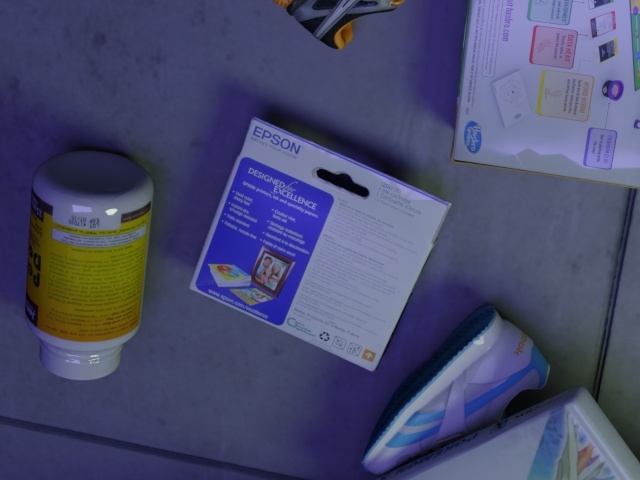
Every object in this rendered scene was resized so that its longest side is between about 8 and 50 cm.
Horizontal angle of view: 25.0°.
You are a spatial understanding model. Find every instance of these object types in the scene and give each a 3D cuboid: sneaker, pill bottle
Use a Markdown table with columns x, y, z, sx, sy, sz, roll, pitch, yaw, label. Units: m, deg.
| x | y | z | sx | sy | sz | roll | pitch | yaw | label |
| --- | --- | --- | --- | --- | --- | --- | --- | --- | --- |
| 0.057 | -0.243 | 1.239 | 0.215 | 0.084 | 0.083 | -30 | 105 | 37 | sneaker |
| -0.231 | 0.028 | 1.428 | 0.117 | 0.117 | 0.215 | 14 | 118 | 9 | pill bottle |
| 0.125 | 0.168 | 1.417 | 0.092 | 0.087 | 0.228 | 39 | 121 | -8 | sneaker |

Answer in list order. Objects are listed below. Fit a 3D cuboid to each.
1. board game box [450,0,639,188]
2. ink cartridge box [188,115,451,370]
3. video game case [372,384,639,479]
| x | y | z | sx | sy | sz | roll | pitch | yaw | label |
| --- | --- | --- | --- | --- | --- | --- | --- | --- | --- |
| 0.281 | -0.161 | 1.221 | 0.317 | 0.064 | 0.242 | 10 | 118 | 11 | board game box |
| 0.000 | 0.000 | 1.391 | 0.206 | 0.045 | 0.208 | 25 | 121 | 3 | ink cartridge box |
| 0.222 | 0.326 | 1.380 | 0.300 | 0.036 | 0.329 | -32 | 97 | 37 | video game case |
